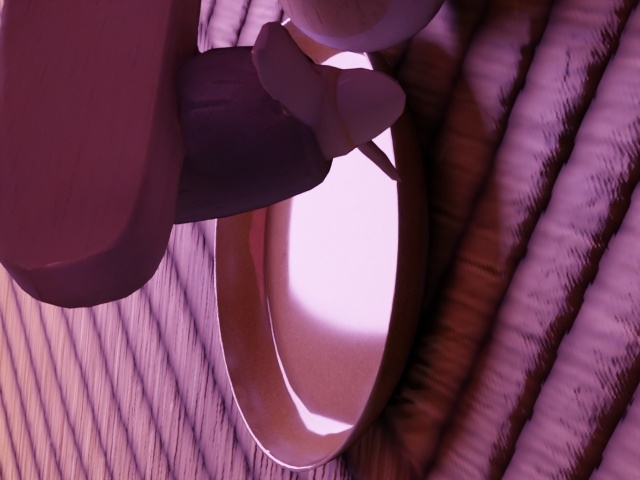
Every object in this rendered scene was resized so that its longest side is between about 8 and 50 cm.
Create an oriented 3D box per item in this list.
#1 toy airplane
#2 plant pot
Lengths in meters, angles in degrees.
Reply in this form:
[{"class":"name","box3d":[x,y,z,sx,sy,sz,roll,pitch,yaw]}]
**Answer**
[{"class":"toy airplane","box3d":[-0.063,-0.162,0.719,0.386,0.272,0.384,-58,32,-8]},{"class":"plant pot","box3d":[0.000,0.000,0.858,0.236,0.032,0.236,-178,90,-65]}]
